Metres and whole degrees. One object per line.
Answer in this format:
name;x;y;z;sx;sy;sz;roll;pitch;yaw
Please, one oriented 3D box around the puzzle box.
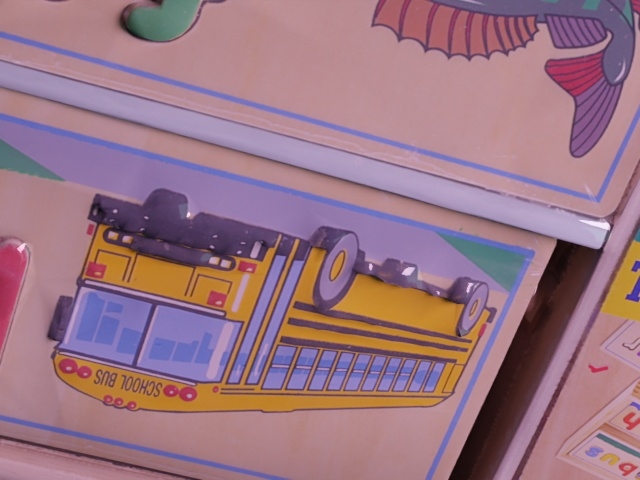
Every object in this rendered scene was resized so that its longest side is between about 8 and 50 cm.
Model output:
puzzle box;-0.020;-0.035;0.519;0.052;0.409;0.272;-96;-157;-58
